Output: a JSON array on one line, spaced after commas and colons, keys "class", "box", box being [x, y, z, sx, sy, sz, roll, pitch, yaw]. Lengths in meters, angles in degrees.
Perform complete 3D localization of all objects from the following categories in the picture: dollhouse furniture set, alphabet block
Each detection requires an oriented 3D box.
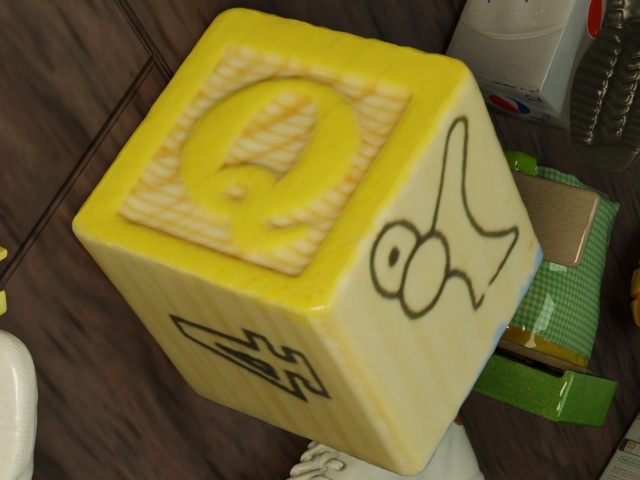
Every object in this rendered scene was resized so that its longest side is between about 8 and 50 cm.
[{"class": "dollhouse furniture set", "box": [0.223, 0.047, 1.490, 0.301, 0.151, 0.198, 16, 91, -58]}, {"class": "alphabet block", "box": [0.000, 0.000, 1.087, 0.192, 0.193, 0.197, -59, 145, -24]}]

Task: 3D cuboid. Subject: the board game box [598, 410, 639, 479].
[{"class": "board game box", "box": [0.435, 0.243, 1.843, 0.303, 0.224, 0.097, -52, 142, -29]}]

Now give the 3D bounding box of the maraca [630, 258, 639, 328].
[{"class": "maraca", "box": [0.362, 0.041, 1.761, 0.127, 0.099, 0.186, 74, 19, -49]}]

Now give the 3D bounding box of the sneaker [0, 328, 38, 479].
[{"class": "sneaker", "box": [-0.190, 0.139, 0.987, 0.094, 0.080, 0.212, -28, 135, -63]}]

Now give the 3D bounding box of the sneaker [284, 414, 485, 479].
[{"class": "sneaker", "box": [0.007, 0.178, 1.299, 0.290, 0.106, 0.123, -16, 91, -50]}]

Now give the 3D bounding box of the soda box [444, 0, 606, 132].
[{"class": "soda box", "box": [0.198, -0.237, 1.374, 0.098, 0.091, 0.286, 34, 76, -59]}]

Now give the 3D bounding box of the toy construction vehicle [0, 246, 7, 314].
[{"class": "toy construction vehicle", "box": [-0.200, 0.011, 0.931, 0.086, 0.035, 0.098, -32, 130, -47]}]

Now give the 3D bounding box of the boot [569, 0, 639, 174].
[{"class": "boot", "box": [0.261, -0.145, 1.368, 0.137, 0.077, 0.198, 3, 104, -65]}]
